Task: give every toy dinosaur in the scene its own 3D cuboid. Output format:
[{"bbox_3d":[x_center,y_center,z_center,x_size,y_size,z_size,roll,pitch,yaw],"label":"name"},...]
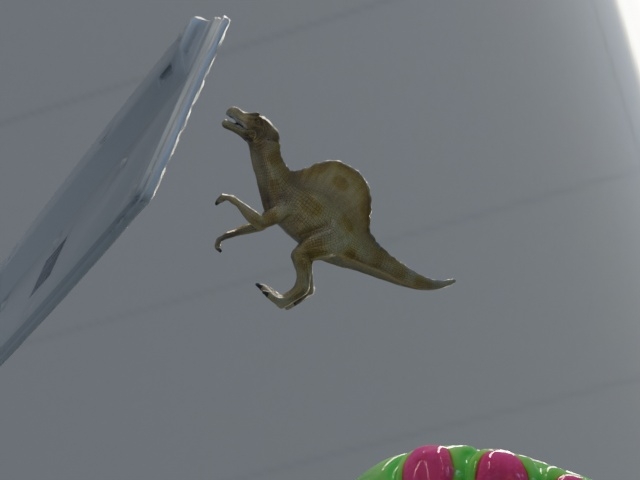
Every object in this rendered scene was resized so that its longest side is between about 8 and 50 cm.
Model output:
[{"bbox_3d":[0.000,0.000,1.007,0.183,0.053,0.092,41,-89,-16],"label":"toy dinosaur"}]

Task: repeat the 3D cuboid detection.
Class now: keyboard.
[{"bbox_3d":[-0.093,0.003,0.602,0.014,0.072,0.256,23,-28,-16],"label":"keyboard"}]

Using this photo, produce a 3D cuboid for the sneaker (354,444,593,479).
[{"bbox_3d":[0.223,0.251,0.861,0.483,0.185,0.202,27,-18,12],"label":"sneaker"}]
